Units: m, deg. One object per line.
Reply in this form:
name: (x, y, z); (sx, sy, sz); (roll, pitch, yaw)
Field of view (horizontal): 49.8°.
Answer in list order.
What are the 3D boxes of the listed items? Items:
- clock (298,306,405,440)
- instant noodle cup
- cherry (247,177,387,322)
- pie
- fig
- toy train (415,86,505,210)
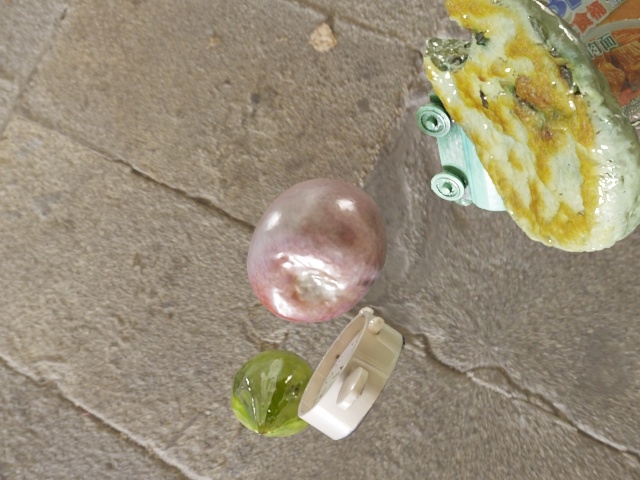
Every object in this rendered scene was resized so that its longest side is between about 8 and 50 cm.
clock: (0.040, 0.162, 0.837); (0.063, 0.229, 0.155); (35, 88, -5)
instant noodle cup: (0.390, -0.260, 1.107); (0.296, 0.214, 0.296); (1, 73, -4)
cherry: (-0.007, 0.002, 1.081); (0.206, 0.239, 0.239); (16, 84, -20)
pie: (0.205, -0.117, 0.690); (0.067, 0.302, 0.302); (-30, 75, -8)
fig: (-0.081, 0.271, 1.241); (0.167, 0.233, 0.167); (1, 72, -3)
toy train: (0.239, -0.146, 1.049); (0.159, 0.248, 0.101); (13, 52, 31)
